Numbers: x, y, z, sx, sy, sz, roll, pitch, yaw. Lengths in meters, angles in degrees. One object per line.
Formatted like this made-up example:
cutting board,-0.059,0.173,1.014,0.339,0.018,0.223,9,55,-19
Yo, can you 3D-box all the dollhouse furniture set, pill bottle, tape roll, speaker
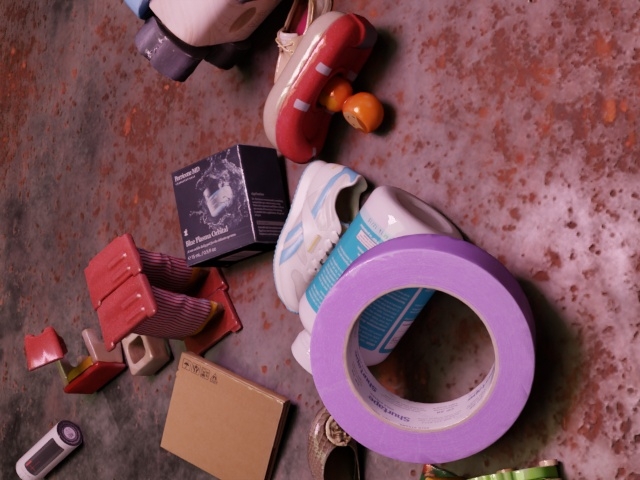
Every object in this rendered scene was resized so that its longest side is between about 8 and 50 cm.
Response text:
dollhouse furniture set,-0.332,0.160,1.760,0.374,0.201,0.152,-39,59,28
pill bottle,0.067,0.067,1.472,0.146,0.146,0.264,47,111,36
tape roll,0.129,0.134,1.352,0.274,0.090,0.275,3,103,12
speaker,-0.487,0.380,1.948,0.136,0.055,0.055,-41,58,27

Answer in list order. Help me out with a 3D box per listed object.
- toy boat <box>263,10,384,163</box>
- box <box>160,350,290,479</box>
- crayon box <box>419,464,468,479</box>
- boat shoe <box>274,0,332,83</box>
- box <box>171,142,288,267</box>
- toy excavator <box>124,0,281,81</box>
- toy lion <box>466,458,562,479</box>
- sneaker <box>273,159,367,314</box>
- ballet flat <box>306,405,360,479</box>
toy boat,0.025,-0.208,1.580,0.151,0.151,0.231,37,107,15
box,-0.149,0.281,1.661,0.201,0.021,0.165,21,105,28
crayon box,0.204,0.423,1.330,0.318,0.081,0.202,18,94,42
boat shoe,-0.041,-0.316,1.696,0.063,0.059,0.170,26,98,41
box,-0.139,-0.051,1.695,0.156,0.093,0.158,-19,76,37
toy excavator,-0.222,-0.512,1.759,0.222,0.433,0.445,-42,85,27
toy lion,0.230,0.291,1.322,0.100,0.096,0.034,-22,68,35
sneaker,0.000,0.000,1.584,0.092,0.087,0.229,16,94,40
ballet flat,0.029,0.352,1.490,0.058,0.084,0.250,-11,79,55
